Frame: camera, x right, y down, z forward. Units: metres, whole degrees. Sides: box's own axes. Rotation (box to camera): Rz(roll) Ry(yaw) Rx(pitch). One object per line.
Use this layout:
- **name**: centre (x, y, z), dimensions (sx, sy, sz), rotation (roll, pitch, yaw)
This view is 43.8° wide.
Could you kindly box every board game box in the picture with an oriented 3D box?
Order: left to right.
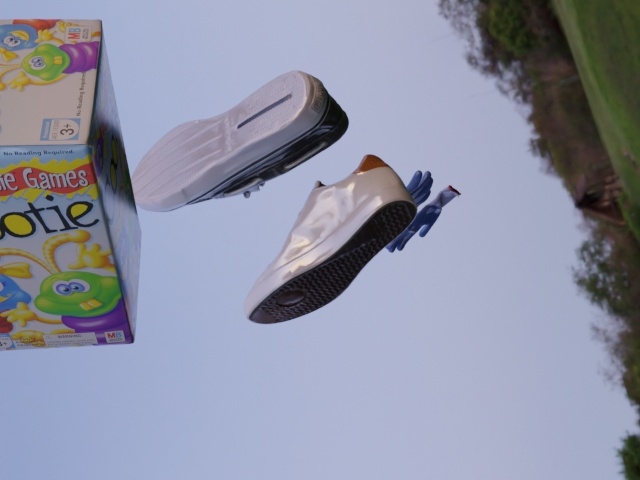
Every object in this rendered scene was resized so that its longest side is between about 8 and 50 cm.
- **board game box**: centre (-0.243, -0.036, 0.690), dimensions (0.275, 0.142, 0.144), rotation (96, 170, -53)

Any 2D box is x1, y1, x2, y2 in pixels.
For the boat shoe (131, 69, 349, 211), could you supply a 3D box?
- **boat shoe**: centre (-0.112, -0.105, 1.070), dimensions (0.119, 0.335, 0.121), rotation (35, -135, -45)

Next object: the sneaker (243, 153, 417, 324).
- **sneaker**: centre (0.000, 0.000, 1.080), dimensions (0.106, 0.290, 0.123), rotation (26, -149, -47)

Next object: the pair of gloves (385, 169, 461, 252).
- **pair of gloves**: centre (0.140, -0.043, 1.270), dimensions (0.198, 0.159, 0.023), rotation (12, -141, -57)
